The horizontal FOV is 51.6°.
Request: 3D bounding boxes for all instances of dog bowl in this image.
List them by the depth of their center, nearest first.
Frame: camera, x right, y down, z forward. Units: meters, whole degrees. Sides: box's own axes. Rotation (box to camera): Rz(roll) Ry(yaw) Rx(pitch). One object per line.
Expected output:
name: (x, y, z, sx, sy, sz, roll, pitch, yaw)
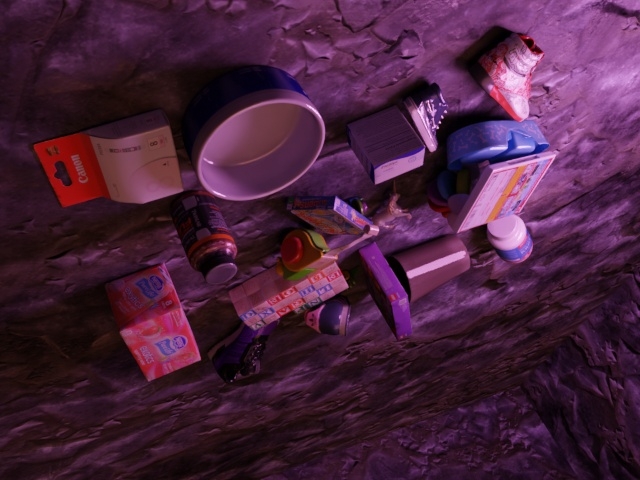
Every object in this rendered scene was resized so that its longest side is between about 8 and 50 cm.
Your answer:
dog bowl: (-0.130, -0.203, 1.288, 0.264, 0.104, 0.265, -20, 148, -13)
dog bowl: (0.440, -0.243, 1.668, 0.297, 0.074, 0.166, -7, 168, -33)

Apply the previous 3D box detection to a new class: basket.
basket: (0.333, 0.082, 2.048, 0.226, 0.154, 0.204, -23, 150, -15)

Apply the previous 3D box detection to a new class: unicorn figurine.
unicorn figurine: (0.190, -0.077, 1.776, 0.111, 0.060, 0.162, 11, 132, -47)

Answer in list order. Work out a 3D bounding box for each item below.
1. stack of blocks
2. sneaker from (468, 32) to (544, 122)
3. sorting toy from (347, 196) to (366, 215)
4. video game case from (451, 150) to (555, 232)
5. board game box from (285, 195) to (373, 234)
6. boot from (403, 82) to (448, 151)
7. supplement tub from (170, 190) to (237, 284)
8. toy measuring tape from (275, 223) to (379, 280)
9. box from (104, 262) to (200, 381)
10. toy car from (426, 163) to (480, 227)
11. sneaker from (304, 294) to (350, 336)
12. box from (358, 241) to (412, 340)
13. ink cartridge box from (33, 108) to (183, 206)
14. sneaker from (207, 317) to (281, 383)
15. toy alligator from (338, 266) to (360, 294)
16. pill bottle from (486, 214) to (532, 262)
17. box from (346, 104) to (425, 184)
stack of blocks: (-0.085, 0.135, 1.845, 0.297, 0.087, 0.171, -28, 150, 0)
sneaker: (0.462, -0.374, 1.523, 0.145, 0.090, 0.270, -40, 145, 23)
sorting toy: (0.099, -0.083, 1.695, 0.042, 0.061, 0.102, -17, 170, -20)
video game case: (0.475, -0.128, 1.711, 0.285, 0.025, 0.204, -16, 141, -39)
board game box: (0.025, -0.059, 1.622, 0.136, 0.035, 0.201, 2, 164, 32)
boot: (0.259, -0.279, 1.521, 0.086, 0.069, 0.190, -30, 148, 9)
supplement tub: (-0.242, -0.005, 1.402, 0.106, 0.198, 0.106, -20, 148, -14)
toy measuring tape: (0.000, 0.000, 1.655, 0.330, 0.121, 0.121, -31, 153, 35)
box: (-0.408, 0.208, 1.641, 0.154, 0.142, 0.300, -21, 149, -14)
toy car: (0.355, -0.124, 1.785, 0.136, 0.159, 0.182, 7, 152, 13)
sneaker: (0.018, 0.216, 1.983, 0.131, 0.112, 0.319, 6, 177, -1)
box: (0.199, 0.159, 1.997, 0.057, 0.201, 0.293, -26, 149, -5)
ink cartridge box: (-0.385, -0.134, 1.239, 0.232, 0.066, 0.189, -23, 149, -17)
sneaker: (-0.204, 0.324, 1.974, 0.293, 0.146, 0.102, -42, 147, 23)
toy alligator: (0.046, 0.145, 1.999, 0.189, 0.051, 0.056, -30, 149, 3)
pill bottle: (0.608, -0.015, 2.140, 0.124, 0.124, 0.221, -35, 149, 12)
box: (0.143, -0.211, 1.462, 0.126, 0.137, 0.072, -23, 150, -9)
